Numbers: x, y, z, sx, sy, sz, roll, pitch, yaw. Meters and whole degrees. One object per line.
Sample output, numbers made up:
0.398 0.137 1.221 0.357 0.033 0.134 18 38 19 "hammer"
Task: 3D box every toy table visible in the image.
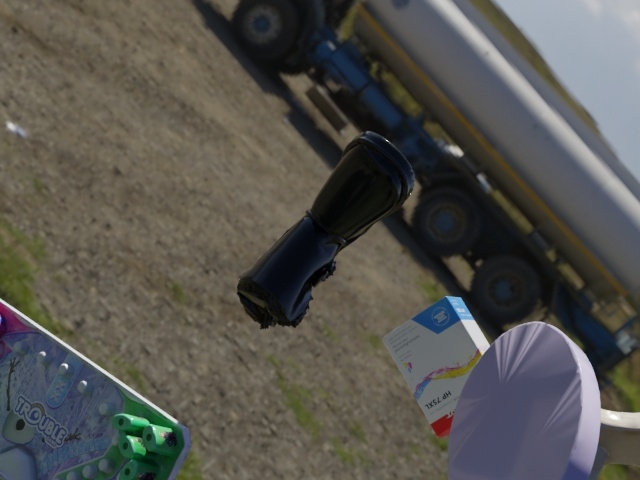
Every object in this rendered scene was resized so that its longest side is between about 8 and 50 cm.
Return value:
0.241 0.221 1.066 0.161 0.252 0.274 39 38 -18 "toy table"

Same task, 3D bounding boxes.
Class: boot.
0.000 0.000 1.262 0.094 0.207 0.246 40 -24 2 "boot"

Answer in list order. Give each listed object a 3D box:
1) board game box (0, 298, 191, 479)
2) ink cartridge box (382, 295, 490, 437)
-0.370 0.296 1.184 0.390 0.390 0.050 26 -2 35 "board game box"
0.218 0.220 1.707 0.231 0.134 0.078 60 19 18 "ink cartridge box"
